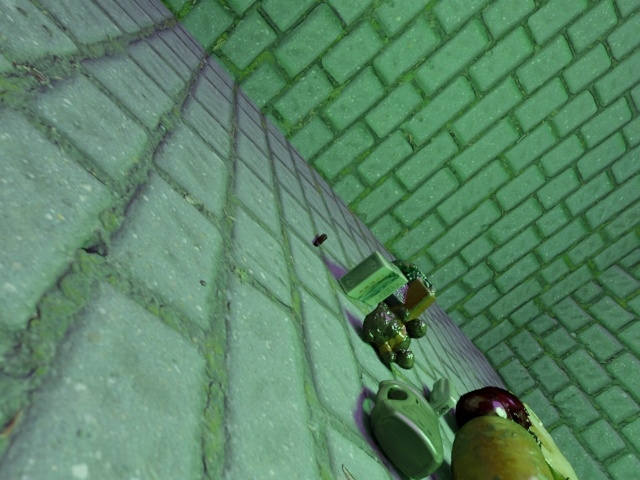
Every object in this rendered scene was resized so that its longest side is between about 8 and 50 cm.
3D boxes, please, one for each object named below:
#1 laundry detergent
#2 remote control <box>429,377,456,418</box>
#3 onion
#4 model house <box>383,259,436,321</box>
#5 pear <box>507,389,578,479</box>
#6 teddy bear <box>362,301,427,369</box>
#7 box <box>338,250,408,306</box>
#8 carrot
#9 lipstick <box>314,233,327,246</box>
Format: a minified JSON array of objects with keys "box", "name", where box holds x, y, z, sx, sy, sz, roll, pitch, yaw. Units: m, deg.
[{"box":[0.189,0.392,1.002,0.181,0.091,0.253,47,11,8],"name":"laundry detergent"},{"box":[0.379,0.486,1.431,0.049,0.090,0.230,52,10,10],"name":"remote control"},{"box":[0.558,0.585,1.499,0.281,0.221,0.281,38,-1,1],"name":"onion"},{"box":[0.350,0.211,1.891,0.237,0.202,0.237,51,11,0],"name":"model house"},{"box":[0.737,0.765,1.675,0.340,0.191,0.386,41,15,-17],"name":"pear"},{"box":[0.204,0.272,1.351,0.140,0.177,0.190,-7,-44,48],"name":"teddy bear"},{"box":[0.190,0.140,1.596,0.069,0.164,0.256,58,14,29],"name":"box"},{"box":[0.413,0.559,1.013,0.224,0.224,0.341,48,13,-12],"name":"carrot"},{"box":[-0.001,0.000,1.664,0.027,0.027,0.176,51,13,-1],"name":"lipstick"}]
